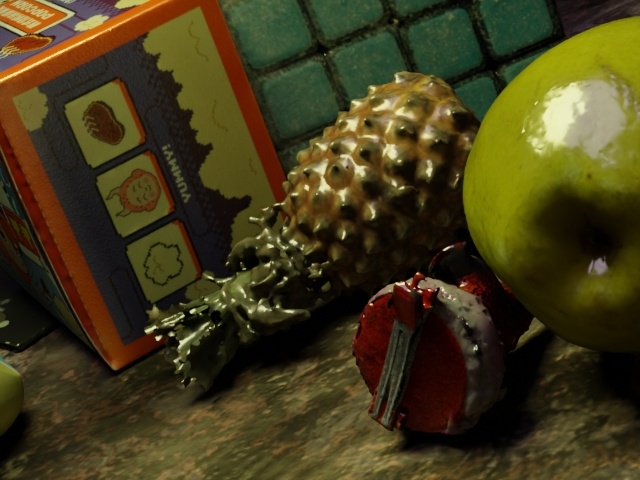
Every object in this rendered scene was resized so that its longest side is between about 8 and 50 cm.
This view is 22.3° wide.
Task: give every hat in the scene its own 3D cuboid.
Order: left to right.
[{"bbox_3d":[0.125,0.058,1.257,0.129,0.140,0.227,14,28,41],"label":"hat"}]

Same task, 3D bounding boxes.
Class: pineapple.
[{"bbox_3d":[0.000,0.000,1.480,0.361,0.175,0.175,-39,22,0],"label":"pineapple"}]

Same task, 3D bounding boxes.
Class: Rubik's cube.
[{"bbox_3d":[0.049,-0.275,1.791,0.337,0.344,0.344,-24,23,-1],"label":"Rubik's cube"}]

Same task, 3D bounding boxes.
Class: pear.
[{"bbox_3d":[0.241,-0.046,1.205,0.253,0.253,0.307,-12,11,25],"label":"pear"}]

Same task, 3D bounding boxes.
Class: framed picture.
[{"bbox_3d":[-0.278,0.023,1.863,0.324,0.013,0.244,-36,25,-31],"label":"framed picture"}]

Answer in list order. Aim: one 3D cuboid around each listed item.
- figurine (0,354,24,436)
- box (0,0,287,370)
[{"bbox_3d":[-0.362,0.172,1.450,0.180,0.153,0.262,-29,4,6],"label":"figurine"},{"bbox_3d":[-0.230,-0.095,1.659,0.257,0.318,0.349,-30,28,-17],"label":"box"}]
